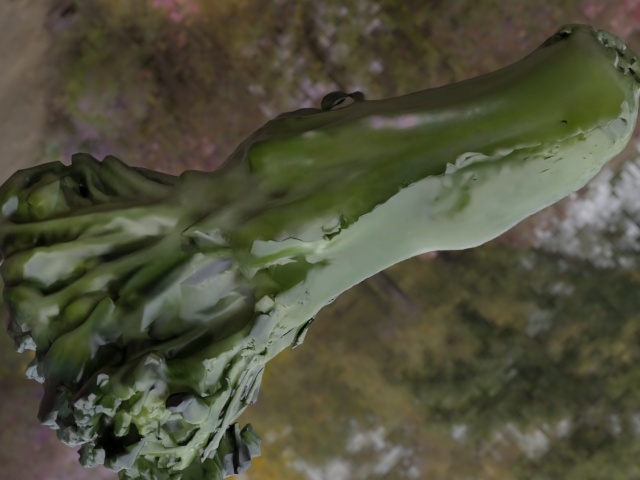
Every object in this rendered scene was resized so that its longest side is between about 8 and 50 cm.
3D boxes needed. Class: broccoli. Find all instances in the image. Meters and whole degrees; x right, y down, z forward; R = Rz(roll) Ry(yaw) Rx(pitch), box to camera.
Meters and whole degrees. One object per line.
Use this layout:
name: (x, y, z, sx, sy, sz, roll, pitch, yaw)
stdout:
broccoli: (0.002, -0.002, 0.699, 0.304, 0.165, 0.145, -28, 152, 20)
